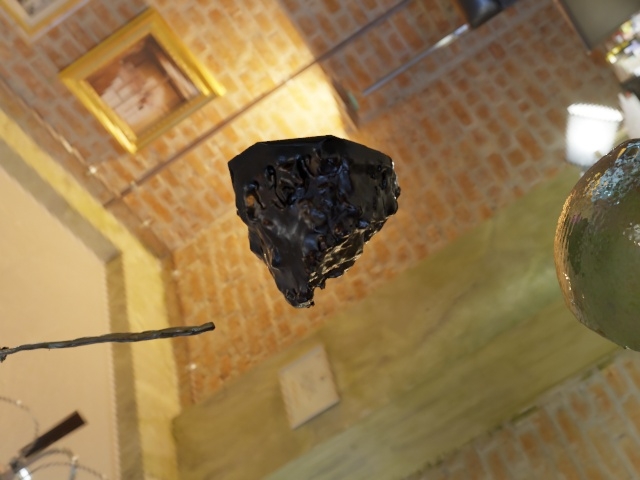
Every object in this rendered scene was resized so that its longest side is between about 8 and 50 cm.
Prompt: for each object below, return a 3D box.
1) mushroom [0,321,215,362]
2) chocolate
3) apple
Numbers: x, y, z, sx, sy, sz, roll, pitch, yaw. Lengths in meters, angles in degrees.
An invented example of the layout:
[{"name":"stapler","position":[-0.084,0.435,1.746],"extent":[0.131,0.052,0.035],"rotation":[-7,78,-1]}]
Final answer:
[{"name":"mushroom","position":[-0.272,0.124,1.198],"extent":[0.028,0.286,0.026],"rotation":[-96,-2,-69]},{"name":"chocolate","position":[0.000,0.000,1.211],"extent":[0.224,0.206,0.177],"rotation":[68,-161,-67]},{"name":"apple","position":[0.298,0.003,0.918],"extent":[0.265,0.120,0.193],"rotation":[-136,37,-61]}]
